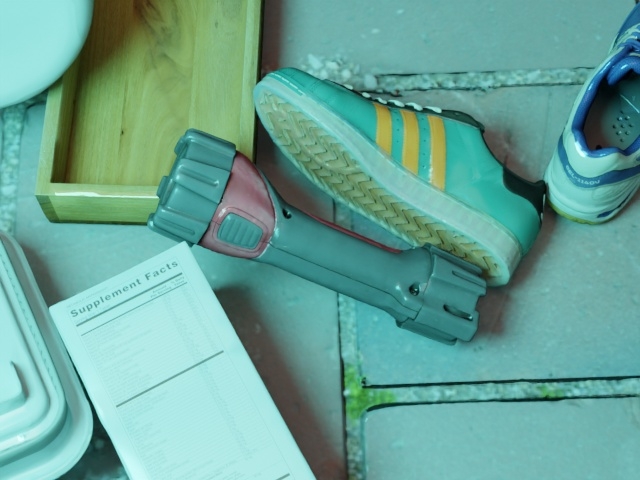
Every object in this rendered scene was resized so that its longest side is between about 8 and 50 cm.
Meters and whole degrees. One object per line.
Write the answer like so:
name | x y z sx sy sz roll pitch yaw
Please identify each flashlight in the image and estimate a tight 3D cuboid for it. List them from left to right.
flashlight | 0.000 0.000 1.147 0.304 0.103 0.103 22 74 -14

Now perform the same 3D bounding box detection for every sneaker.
sneaker | 0.080 -0.085 1.215 0.302 0.108 0.121 35 64 -1
sneaker | 0.320 -0.153 1.233 0.111 0.131 0.296 25 68 12

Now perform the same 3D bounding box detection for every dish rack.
dish rack | -0.384 0.115 1.046 0.332 0.072 0.285 -22 57 -15

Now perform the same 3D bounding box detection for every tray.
tray | -0.160 -0.215 1.291 0.202 0.076 0.411 1 66 1

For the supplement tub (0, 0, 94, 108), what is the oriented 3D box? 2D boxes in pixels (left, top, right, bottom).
supplement tub | -0.354 -0.307 1.214 0.235 0.235 0.325 -14 49 -6

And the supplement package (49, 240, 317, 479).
supplement package | -0.116 0.149 1.102 0.139 0.134 0.244 -26 70 -10
